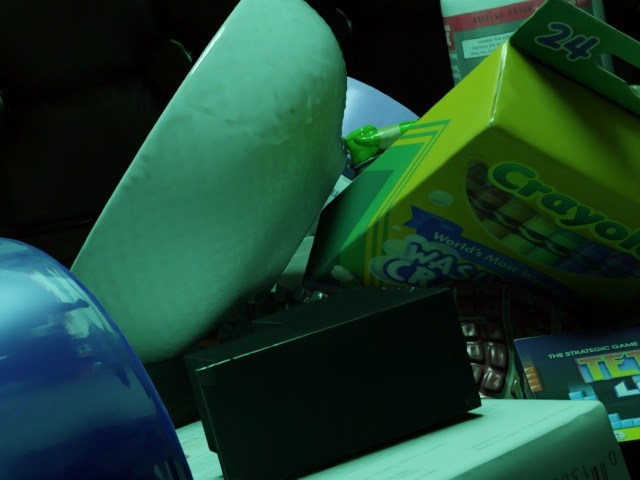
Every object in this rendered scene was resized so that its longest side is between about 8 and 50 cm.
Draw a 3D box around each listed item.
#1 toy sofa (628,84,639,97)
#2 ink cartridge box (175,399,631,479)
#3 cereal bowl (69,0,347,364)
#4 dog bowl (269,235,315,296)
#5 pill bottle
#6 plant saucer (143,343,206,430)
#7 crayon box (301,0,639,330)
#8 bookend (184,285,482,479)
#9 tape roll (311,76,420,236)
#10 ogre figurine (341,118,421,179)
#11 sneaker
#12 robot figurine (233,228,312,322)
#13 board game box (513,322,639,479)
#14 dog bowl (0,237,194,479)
[{"bbox_3d":[0.278,-0.094,1.817,0.362,0.177,0.150,-7,10,30],"label":"toy sofa"},{"bbox_3d":[-0.060,0.180,0.870,0.308,0.091,0.385,-18,5,-37],"label":"ink cartridge box"},{"bbox_3d":[-0.077,-0.037,1.213,0.141,0.339,0.339,31,10,-3],"label":"cereal bowl"},{"bbox_3d":[0.087,0.049,1.393,0.349,0.102,0.349,-11,10,2],"label":"dog bowl"},{"bbox_3d":[0.243,-0.131,1.629,0.176,0.318,0.176,-11,8,2],"label":"pill bottle"},{"bbox_3d":[-0.278,0.131,1.347,0.400,0.100,0.400,-11,8,2],"label":"plant saucer"},{"bbox_3d":[0.150,-0.018,1.068,0.203,0.083,0.323,26,-35,-16],"label":"crayon box"},{"bbox_3d":[-0.013,0.083,0.880,0.157,0.072,0.156,-17,5,-21],"label":"bookend"},{"bbox_3d":[0.030,-0.069,1.663,0.275,0.275,0.090,0,52,52],"label":"tape roll"},{"bbox_3d":[0.103,-0.045,1.261,0.197,0.118,0.097,-8,14,30],"label":"ogre figurine"},{"bbox_3d":[0.073,0.099,1.097,0.299,0.121,0.112,5,-29,27],"label":"sneaker"},{"bbox_3d":[-0.130,0.012,1.691,0.209,0.173,0.278,-38,23,-32],"label":"robot figurine"},{"bbox_3d":[0.217,0.102,0.934,0.170,0.048,0.141,-8,26,0],"label":"board game box"},{"bbox_3d":[-0.155,0.135,0.628,0.104,0.265,0.265,-16,10,-36],"label":"dog bowl"}]
